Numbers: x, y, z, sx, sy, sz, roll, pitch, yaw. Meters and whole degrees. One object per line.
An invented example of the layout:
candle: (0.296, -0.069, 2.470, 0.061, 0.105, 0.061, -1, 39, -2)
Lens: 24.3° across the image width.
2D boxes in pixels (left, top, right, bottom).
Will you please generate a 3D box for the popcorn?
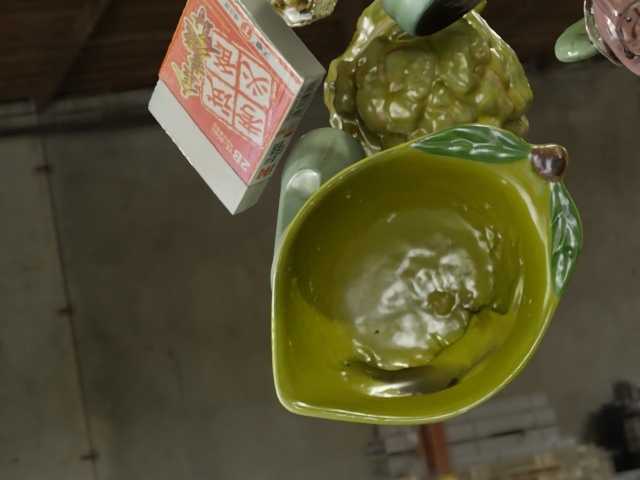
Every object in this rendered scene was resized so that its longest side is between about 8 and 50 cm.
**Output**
popcorn: (0.107, -0.157, 1.558, 0.212, 0.259, 0.259, -33, -14, 13)

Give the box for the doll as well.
doll: (0.393, -0.307, 1.766, 0.284, 0.216, 0.268, -33, 9, 13)

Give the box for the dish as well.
dish: (0.056, 0.022, 0.841, 0.208, 0.149, 0.080, -40, -3, -4)

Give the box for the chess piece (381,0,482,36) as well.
chess piece: (0.053, -0.331, 1.403, 0.139, 0.271, 0.139, -38, -11, -9)

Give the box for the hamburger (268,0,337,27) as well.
hamburger: (-0.065, -0.334, 1.703, 0.155, 0.207, 0.135, -27, 10, 37)

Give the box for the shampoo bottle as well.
shampoo bottle: (0.000, 0.000, 1.402, 0.087, 0.118, 0.234, 10, 34, -4)

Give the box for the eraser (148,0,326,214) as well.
eraser: (-0.088, -0.148, 1.462, 0.038, 0.157, 0.230, -29, -18, -35)
